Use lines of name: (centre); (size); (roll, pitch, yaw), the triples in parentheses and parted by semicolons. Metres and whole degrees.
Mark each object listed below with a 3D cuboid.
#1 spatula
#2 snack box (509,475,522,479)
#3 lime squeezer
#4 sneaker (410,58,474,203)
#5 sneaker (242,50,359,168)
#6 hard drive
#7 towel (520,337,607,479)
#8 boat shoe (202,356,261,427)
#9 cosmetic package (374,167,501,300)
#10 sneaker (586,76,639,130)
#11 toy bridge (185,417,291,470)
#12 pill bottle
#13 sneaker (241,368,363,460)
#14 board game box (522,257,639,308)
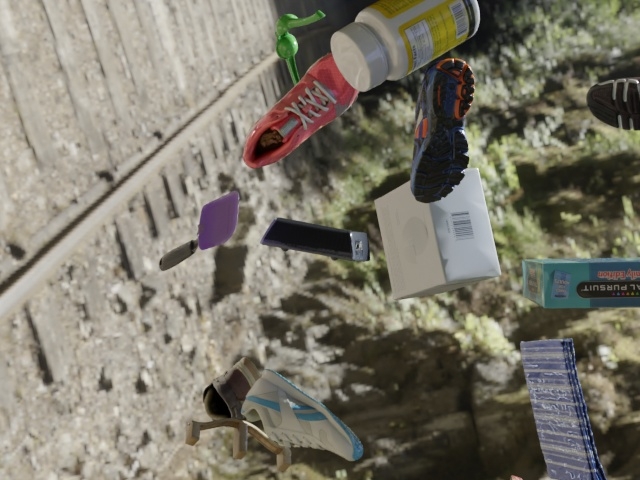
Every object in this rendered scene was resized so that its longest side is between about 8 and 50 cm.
spatula: (-0.209, 0.002, 1.495); (0.296, 0.030, 0.084); (-33, -130, 55)
snack box: (0.321, 0.437, 1.499); (0.178, 0.022, 0.064); (29, 75, -78)
lime squeezer: (-0.052, -0.432, 1.980); (0.058, 0.110, 0.310); (-57, 174, -26)
sneaker: (0.175, -0.162, 1.336); (0.087, 0.083, 0.221); (-124, -138, -66)
sneaker: (-0.034, -0.242, 1.760); (0.116, 0.314, 0.136); (44, 23, -9)
hard drive: (0.000, 0.000, 1.536); (0.255, 0.172, 0.054); (6, 94, -81)
towel: (0.548, 0.390, 2.057); (0.243, 0.040, 0.335); (144, -65, -75)
boat shoe: (-0.175, 0.297, 1.688); (0.102, 0.092, 0.285); (60, -24, 12)
cosmetic package: (0.235, -0.009, 1.849); (0.225, 0.138, 0.224); (154, -72, -64)
sneaker: (0.695, -0.299, 1.825); (0.162, 0.281, 0.106); (-49, 138, -45)
toy bridge: (-0.131, 0.328, 1.485); (0.026, 0.188, 0.063); (-52, -152, 35)
pill bottle: (0.127, -0.318, 1.369); (0.119, 0.209, 0.119); (50, -19, 24)
sneaker: (-0.028, 0.298, 1.448); (0.229, 0.092, 0.087); (27, -16, 37)
board game box: (0.504, 0.072, 1.603); (0.336, 0.254, 0.079); (1, 88, -83)
